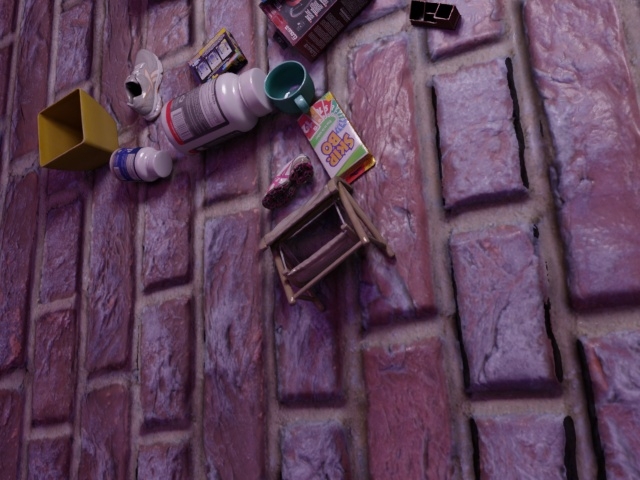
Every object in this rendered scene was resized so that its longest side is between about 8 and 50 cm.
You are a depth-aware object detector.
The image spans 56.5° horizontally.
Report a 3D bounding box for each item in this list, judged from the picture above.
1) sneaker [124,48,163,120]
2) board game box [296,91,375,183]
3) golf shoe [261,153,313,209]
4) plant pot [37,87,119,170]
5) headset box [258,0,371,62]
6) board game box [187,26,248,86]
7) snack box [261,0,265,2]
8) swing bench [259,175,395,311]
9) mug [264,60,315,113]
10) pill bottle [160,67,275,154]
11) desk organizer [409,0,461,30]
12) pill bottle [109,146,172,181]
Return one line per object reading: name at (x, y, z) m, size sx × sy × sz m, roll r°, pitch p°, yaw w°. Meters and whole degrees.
sneaker at (-0.599, -0.540, 1.991) m, size 0.099 × 0.121 × 0.263 m, roll -19°, pitch 69°, yaw 24°
board game box at (0.040, -0.272, 1.617) m, size 0.124 × 0.039 × 0.259 m, roll -38°, pitch 65°, yaw 18°
golf shoe at (-0.093, -0.162, 1.653) m, size 0.186 × 0.067 × 0.086 m, roll -43°, pitch 33°, yaw 16°
plant pot at (-0.809, -0.351, 2.025) m, size 0.212 × 0.187 × 0.212 m, roll -22°, pitch 68°, yaw 23°
headset box at (-0.024, -0.675, 1.704) m, size 0.293 × 0.110 × 0.218 m, roll -43°, pitch 60°, yaw 13°
board game box at (-0.327, -0.565, 1.886) m, size 0.170 × 0.048 × 0.141 m, roll -38°, pitch 61°, yaw 17°
snack box at (-0.095, -0.837, 1.718) m, size 0.187 × 0.060 × 0.322 m, roll -26°, pitch 39°, yaw 33°
swing bench at (0.000, 0.000, 1.494) m, size 0.253 × 0.165 × 0.255 m, roll -40°, pitch 62°, yaw 16°
mug at (-0.081, -0.410, 1.669) m, size 0.129 × 0.097 × 0.158 m, roll -6°, pitch 65°, yaw 21°
pill bottle at (-0.294, -0.382, 1.747) m, size 0.318 × 0.176 × 0.176 m, roll -18°, pitch 70°, yaw 25°
desk organizer at (0.290, -0.584, 1.538) m, size 0.130 × 0.050 × 0.047 m, roll 21°, pitch 89°, yaw 32°
pill bottle at (-0.571, -0.244, 1.908) m, size 0.186 × 0.112 × 0.112 m, roll 3°, pitch 80°, yaw 30°
